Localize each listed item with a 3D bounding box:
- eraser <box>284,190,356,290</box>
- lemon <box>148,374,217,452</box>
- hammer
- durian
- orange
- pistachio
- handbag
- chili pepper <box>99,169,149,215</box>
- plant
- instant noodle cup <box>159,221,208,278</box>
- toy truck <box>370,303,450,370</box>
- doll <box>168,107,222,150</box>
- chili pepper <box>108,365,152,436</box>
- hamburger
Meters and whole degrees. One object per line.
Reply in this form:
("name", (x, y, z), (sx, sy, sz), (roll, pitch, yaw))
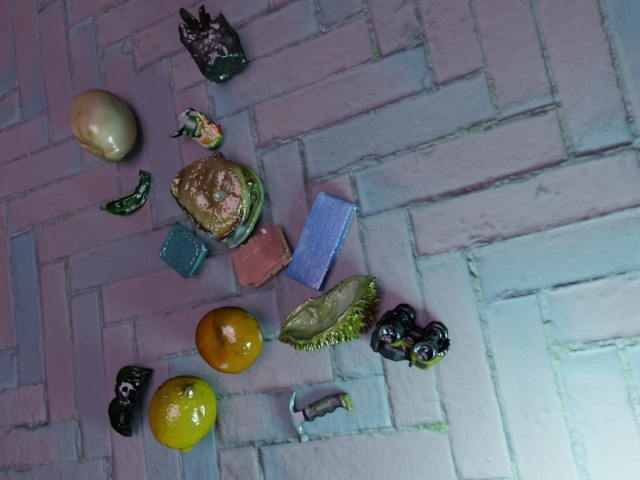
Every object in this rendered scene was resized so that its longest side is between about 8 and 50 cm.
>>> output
("eraser", (0.000, 0.000, 1.710), (0.144, 0.042, 0.312), (23, 94, 24))
("lemon", (-0.474, 0.593, 1.754), (0.228, 0.228, 0.254), (14, 92, 23))
("hammer", (-0.003, 0.550, 1.660), (0.226, 0.041, 0.159), (-26, 78, 19))
("durian", (0.017, 0.245, 1.624), (0.394, 0.163, 0.198), (-27, 73, 24))
("orange", (-0.307, 0.332, 1.736), (0.239, 0.171, 0.241), (4, 101, 24))
("pistachio", (-0.857, -0.455, 2.018), (0.237, 0.229, 0.321), (-20, 67, -23))
("handbag", (-0.205, 0.053, 1.767), (0.212, 0.059, 0.158), (-36, 61, 23))
("chili pepper", (-0.784, -0.163, 2.042), (0.278, 0.065, 0.122), (-31, 66, 15))
("plant", (-0.396, -0.732, 1.871), (0.188, 0.199, 0.276), (-32, 77, 10))
("instant noodle cup", (-0.500, 0.038, 1.900), (0.179, 0.070, 0.157), (35, 100, 21))
("toy truck", (0.265, 0.308, 1.531), (0.224, 0.147, 0.166), (25, 119, 20))
("doll", (-0.457, -0.409, 1.904), (0.186, 0.106, 0.135), (26, 101, 6))
("chili pepper", (-0.737, 0.606, 1.918), (0.148, 0.116, 0.265), (8, 88, 26))
("hamburger", (-0.345, -0.153, 1.787), (0.276, 0.195, 0.318), (-42, 74, 11))
